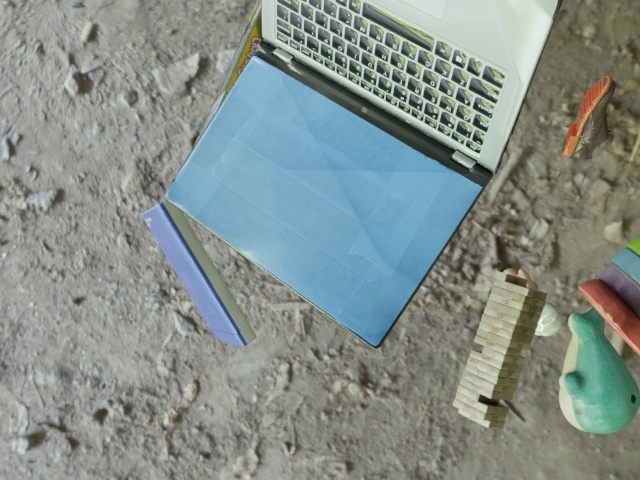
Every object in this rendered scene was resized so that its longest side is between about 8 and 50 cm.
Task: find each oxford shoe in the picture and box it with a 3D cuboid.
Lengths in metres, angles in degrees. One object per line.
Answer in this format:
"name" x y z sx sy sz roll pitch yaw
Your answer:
"oxford shoe" 0.764 -0.336 1.942 0.098 0.097 0.271 17 142 5

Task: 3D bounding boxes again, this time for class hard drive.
"hard drive" -0.253 0.067 1.429 0.040 0.210 0.319 -33 99 -21

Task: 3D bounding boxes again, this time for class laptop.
"laptop" 0.006 -0.151 0.829 0.236 0.382 0.408 -45 158 -30

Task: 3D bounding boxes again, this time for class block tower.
"block tower" 0.400 0.244 1.560 0.091 0.097 0.335 15 92 -42

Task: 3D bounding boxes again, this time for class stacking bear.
"stacking bear" 0.582 0.040 1.128 0.289 0.164 0.175 -42 108 11

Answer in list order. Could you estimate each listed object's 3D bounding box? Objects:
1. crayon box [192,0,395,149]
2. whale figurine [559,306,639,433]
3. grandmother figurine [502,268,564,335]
"crayon box" -0.018 -0.232 1.245 0.313 0.106 0.363 26 69 -19
"whale figurine" 0.611 0.285 1.525 0.216 0.141 0.272 -8 95 -36
"grandmother figurine" 0.570 0.165 1.899 0.208 0.342 0.104 22 102 -6
